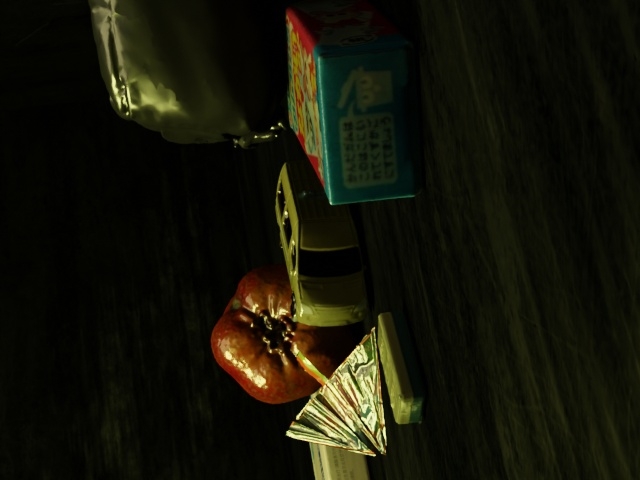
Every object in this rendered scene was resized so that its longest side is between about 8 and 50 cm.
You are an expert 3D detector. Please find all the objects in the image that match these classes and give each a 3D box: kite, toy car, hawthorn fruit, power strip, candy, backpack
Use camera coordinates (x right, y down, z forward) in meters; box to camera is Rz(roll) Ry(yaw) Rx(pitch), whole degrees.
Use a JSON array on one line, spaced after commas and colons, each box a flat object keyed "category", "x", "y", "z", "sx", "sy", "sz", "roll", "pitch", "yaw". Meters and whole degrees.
[{"category": "kite", "x": 0.034, "y": 0.211, "z": 1.783, "sx": 0.183, "sy": 0.014, "sz": 0.241, "roll": 44, "pitch": 126, "yaw": 19}, {"category": "toy car", "x": 0.000, "y": 0.000, "z": 1.781, "sx": 0.256, "sy": 0.101, "sz": 0.124, "roll": -104, "pitch": 13, "yaw": -52}, {"category": "hawthorn fruit", "x": -0.041, "y": 0.133, "z": 1.948, "sx": 0.243, "sy": 0.207, "sz": 0.207, "roll": 11, "pitch": -109, "yaw": -75}, {"category": "power strip", "x": 0.088, "y": 0.139, "z": 1.476, "sx": 0.056, "sy": 0.032, "sz": 0.123, "roll": 92, "pitch": 169, "yaw": -49}, {"category": "candy", "x": 0.026, "y": -0.158, "z": 1.402, "sx": 0.306, "sy": 0.100, "sz": 0.157, "roll": -111, "pitch": 15, "yaw": -68}, {"category": "backpack", "x": -0.122, "y": -0.319, "z": 1.642, "sx": 0.445, "sy": 0.255, "sz": 0.363, "roll": -75, "pitch": -20, "yaw": -66}]

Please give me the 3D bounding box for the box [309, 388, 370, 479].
[{"category": "box", "x": 0.039, "y": 0.400, "z": 2.026, "sx": 0.200, "sy": 0.065, "sz": 0.343, "roll": 97, "pitch": 165, "yaw": -62}]
